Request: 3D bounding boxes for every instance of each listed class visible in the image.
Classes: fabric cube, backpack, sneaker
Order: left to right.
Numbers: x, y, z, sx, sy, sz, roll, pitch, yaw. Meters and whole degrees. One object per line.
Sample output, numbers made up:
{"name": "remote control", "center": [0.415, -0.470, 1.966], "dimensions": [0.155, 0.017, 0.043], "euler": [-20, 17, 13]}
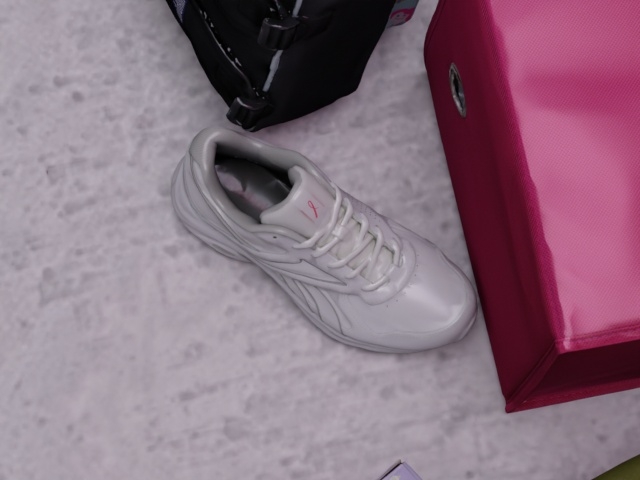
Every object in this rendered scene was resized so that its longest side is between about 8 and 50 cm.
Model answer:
{"name": "backpack", "center": [-0.039, -0.233, 1.323], "dimensions": [0.191, 0.225, 0.253], "euler": [-29, 72, -25]}
{"name": "sneaker", "center": [0.000, 0.000, 1.319], "dimensions": [0.232, 0.115, 0.090], "euler": [27, 77, 5]}
{"name": "fabric cube", "center": [0.224, -0.052, 1.271], "dimensions": [0.259, 0.254, 0.258], "euler": [-10, 78, -5]}

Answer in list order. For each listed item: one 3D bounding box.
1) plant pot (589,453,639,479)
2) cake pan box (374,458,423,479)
{"name": "plant pot", "center": [0.258, 0.223, 1.216], "dimensions": [0.293, 0.275, 0.275], "euler": [-12, 76, 11]}
{"name": "cake pan box", "center": [0.065, 0.284, 1.186], "dimensions": [0.070, 0.267, 0.246], "euler": [-34, 78, -34]}
